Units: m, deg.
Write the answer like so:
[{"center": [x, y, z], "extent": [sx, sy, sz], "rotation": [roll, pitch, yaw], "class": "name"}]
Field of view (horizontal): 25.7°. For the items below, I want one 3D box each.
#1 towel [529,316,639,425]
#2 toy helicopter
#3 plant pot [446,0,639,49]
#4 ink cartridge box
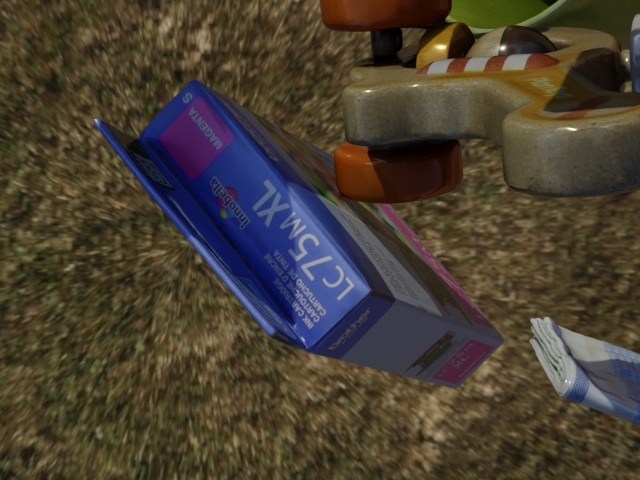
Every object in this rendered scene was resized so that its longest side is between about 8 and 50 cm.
[{"center": [0.361, 0.161, 1.458], "extent": [0.285, 0.209, 0.034], "rotation": [20, 103, -5], "class": "towel"}, {"center": [0.131, -0.078, 0.783], "extent": [0.235, 0.355, 0.140], "rotation": [-6, 105, -4], "class": "toy helicopter"}, {"center": [0.283, -0.282, 1.272], "extent": [0.294, 0.275, 0.274], "rotation": [12, 89, -37], "class": "plant pot"}, {"center": [0.000, 0.000, 0.909], "extent": [0.065, 0.311, 0.186], "rotation": [-46, 66, 13], "class": "ink cartridge box"}]
